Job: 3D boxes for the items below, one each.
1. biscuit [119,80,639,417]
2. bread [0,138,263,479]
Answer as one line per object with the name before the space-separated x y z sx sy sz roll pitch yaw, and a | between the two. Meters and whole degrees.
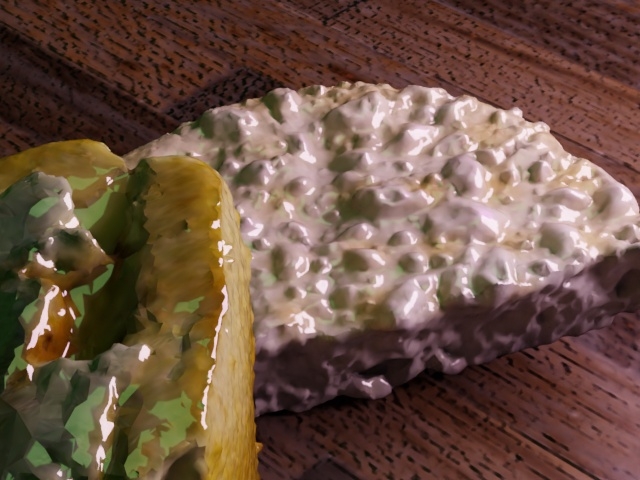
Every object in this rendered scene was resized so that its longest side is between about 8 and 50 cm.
biscuit | 0.000 0.000 0.766 0.281 0.084 0.179 -9 44 1
bread | -0.114 0.077 0.594 0.186 0.124 0.257 9 59 16
